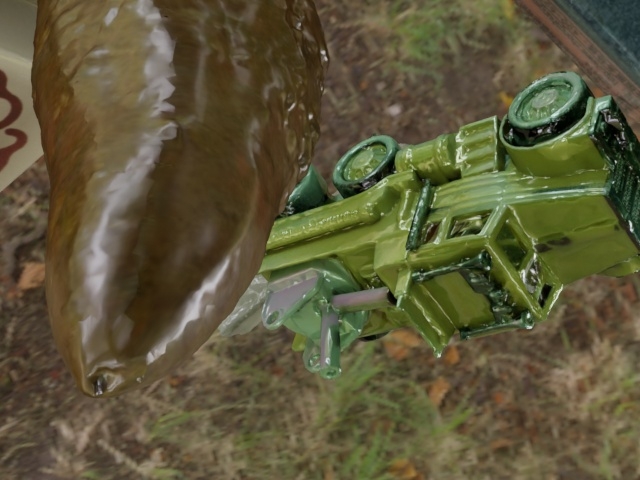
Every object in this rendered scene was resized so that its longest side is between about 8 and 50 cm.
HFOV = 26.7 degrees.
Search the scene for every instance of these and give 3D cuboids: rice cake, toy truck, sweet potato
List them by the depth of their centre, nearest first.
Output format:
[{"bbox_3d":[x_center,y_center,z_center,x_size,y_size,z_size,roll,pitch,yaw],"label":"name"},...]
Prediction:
[{"bbox_3d":[-0.052,-0.078,0.447,0.114,0.092,0.341,37,33,-43],"label":"sweet potato"},{"bbox_3d":[0.072,0.013,0.784,0.128,0.260,0.135,52,35,-30],"label":"toy truck"},{"bbox_3d":[0.000,0.000,1.269,0.256,0.057,0.052,-40,97,-1],"label":"rice cake"}]

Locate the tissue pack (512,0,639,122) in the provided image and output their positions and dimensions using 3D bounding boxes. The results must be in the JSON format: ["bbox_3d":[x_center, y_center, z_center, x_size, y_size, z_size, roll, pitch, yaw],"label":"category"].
[{"bbox_3d":[0.206,-0.272,0.986,0.316,0.103,0.228,45,79,0],"label":"tissue pack"}]

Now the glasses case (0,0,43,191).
[{"bbox_3d":[-0.251,-0.092,0.500,0.336,0.144,0.076,18,45,-47],"label":"glasses case"}]
